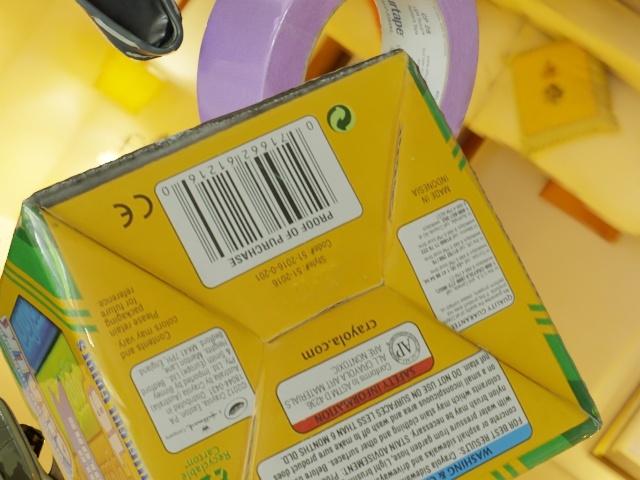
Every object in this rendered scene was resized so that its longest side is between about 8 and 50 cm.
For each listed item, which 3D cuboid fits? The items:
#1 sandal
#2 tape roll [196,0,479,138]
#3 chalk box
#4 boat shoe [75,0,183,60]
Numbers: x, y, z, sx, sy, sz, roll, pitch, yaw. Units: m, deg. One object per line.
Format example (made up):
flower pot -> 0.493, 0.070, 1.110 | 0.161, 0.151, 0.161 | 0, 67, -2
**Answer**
sandal -> -0.387, 0.318, 1.819 | 0.120, 0.086, 0.302 | -7, 126, 36
tape roll -> 0.022, -0.153, 1.200 | 0.090, 0.274, 0.275 | 24, 175, 41
chalk box -> -0.038, 0.064, 0.635 | 0.179, 0.180, 0.289 | 63, 160, 6
boat shoe -> -0.202, -0.250, 1.078 | 0.254, 0.095, 0.079 | 56, 169, -21
